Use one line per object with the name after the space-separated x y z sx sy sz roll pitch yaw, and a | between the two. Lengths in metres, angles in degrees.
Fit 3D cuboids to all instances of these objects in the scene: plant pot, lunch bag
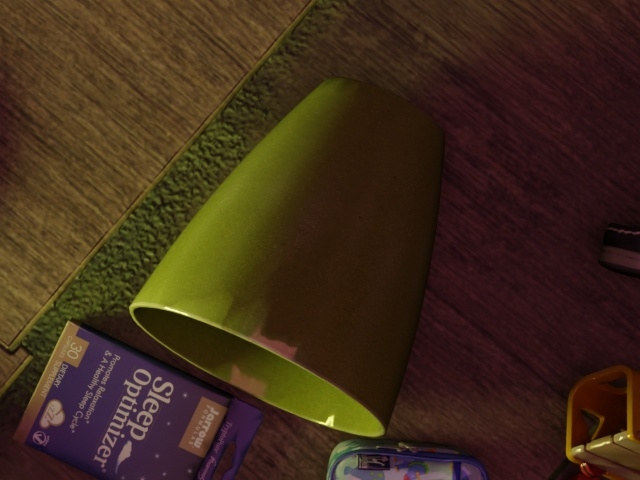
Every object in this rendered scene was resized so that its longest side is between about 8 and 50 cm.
0.000 0.000 1.891 0.274 0.275 0.293 26 76 -2 | plant pot
0.085 0.313 1.972 0.176 0.090 0.219 6 93 -4 | lunch bag

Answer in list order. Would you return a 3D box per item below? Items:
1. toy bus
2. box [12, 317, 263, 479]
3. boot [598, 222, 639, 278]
0.343 0.197 1.960 0.191 0.202 0.104 3 62 6 | toy bus
-0.185 0.188 1.987 0.225 0.036 0.136 25 92 -3 | box
0.466 -0.088 1.936 0.377 0.138 0.284 1 94 -5 | boot
